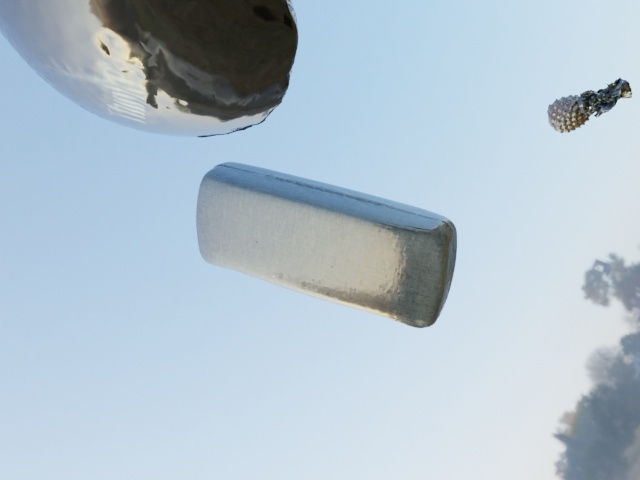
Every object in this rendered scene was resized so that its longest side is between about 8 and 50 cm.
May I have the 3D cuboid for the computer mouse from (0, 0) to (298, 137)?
[{"bbox_3d":[-0.120,-0.161,0.343,0.100,0.170,0.269,-36,-70,-36],"label":"computer mouse"}]

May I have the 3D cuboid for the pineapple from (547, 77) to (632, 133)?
[{"bbox_3d":[0.503,-0.255,1.405,0.074,0.159,0.074,11,-109,-34],"label":"pineapple"}]

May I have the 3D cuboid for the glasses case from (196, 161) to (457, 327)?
[{"bbox_3d":[0.000,0.000,0.894,0.074,0.323,0.131,-38,-41,-58],"label":"glasses case"}]
